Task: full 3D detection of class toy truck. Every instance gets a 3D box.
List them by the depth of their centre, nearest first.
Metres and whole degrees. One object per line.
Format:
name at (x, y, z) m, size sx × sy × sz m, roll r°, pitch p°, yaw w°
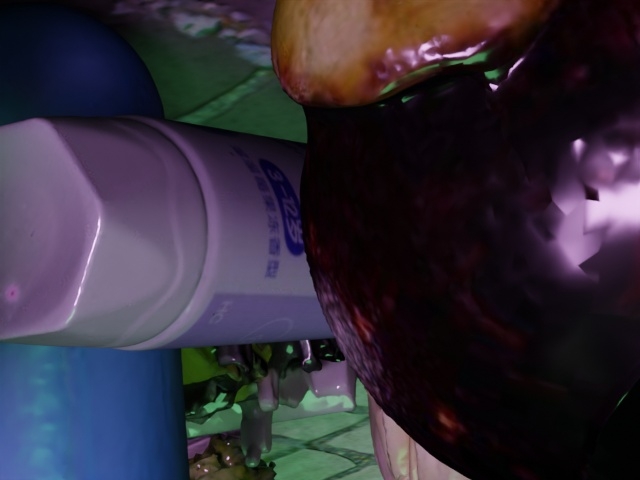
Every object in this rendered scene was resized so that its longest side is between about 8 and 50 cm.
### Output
toy truck at (-0.062, 0.051, 0.943) m, size 0.136 × 0.111 × 0.286 m, roll -11°, pitch 156°, yaw 15°

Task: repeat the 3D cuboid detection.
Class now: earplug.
earplug at (-0.116, 0.037, 0.749) m, size 0.132 × 0.273 × 0.132 m, roll 1°, pitch -159°, yaw -1°

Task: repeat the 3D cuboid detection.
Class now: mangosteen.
mangosteen at (0.110, -0.047, 0.582) m, size 0.287 × 0.233 × 0.288 m, roll -9°, pitch 141°, yaw -7°

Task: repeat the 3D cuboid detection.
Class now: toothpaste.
toothpaste at (0.000, 0.000, 0.727) m, size 0.371 × 0.125 × 0.080 m, roll 3°, pitch 122°, yaw -58°

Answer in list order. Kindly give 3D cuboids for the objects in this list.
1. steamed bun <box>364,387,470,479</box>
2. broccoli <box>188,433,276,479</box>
steamed bun at (0.167, 0.094, 0.980) m, size 0.280 × 0.207 × 0.268 m, roll -8°, pitch 157°, yaw 1°
broccoli at (-0.187, 0.198, 1.195) m, size 0.353 × 0.275 × 0.397 m, roll -15°, pitch 141°, yaw -26°
